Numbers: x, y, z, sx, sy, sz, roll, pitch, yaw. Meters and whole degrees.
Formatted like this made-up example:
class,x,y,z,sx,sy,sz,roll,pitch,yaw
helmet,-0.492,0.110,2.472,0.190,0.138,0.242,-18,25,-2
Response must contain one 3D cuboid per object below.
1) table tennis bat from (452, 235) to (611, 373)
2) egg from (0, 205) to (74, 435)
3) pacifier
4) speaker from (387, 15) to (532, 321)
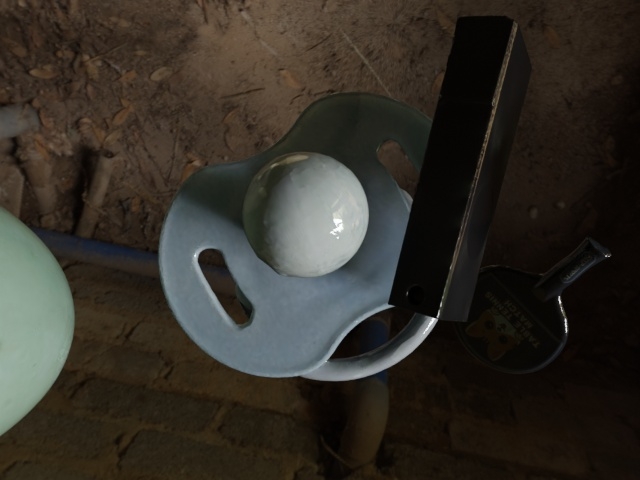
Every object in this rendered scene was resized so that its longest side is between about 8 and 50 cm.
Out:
class,x,y,z,sx,sy,sz,roll,pitch,yaw
table tennis bat,0.267,0.080,0.661,0.150,0.027,0.236,49,130,16
egg,-0.386,0.064,0.408,0.276,0.389,0.275,-5,77,20
pacifier,0.000,0.000,0.419,0.300,0.233,0.244,-32,81,0
speaker,0.109,-0.049,0.393,0.044,0.082,0.218,13,87,31
